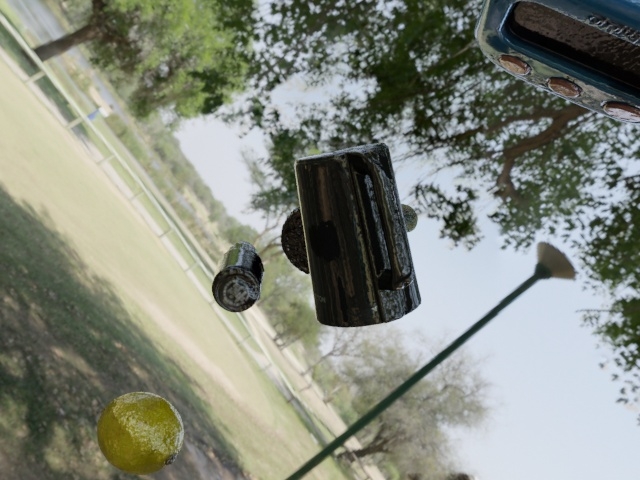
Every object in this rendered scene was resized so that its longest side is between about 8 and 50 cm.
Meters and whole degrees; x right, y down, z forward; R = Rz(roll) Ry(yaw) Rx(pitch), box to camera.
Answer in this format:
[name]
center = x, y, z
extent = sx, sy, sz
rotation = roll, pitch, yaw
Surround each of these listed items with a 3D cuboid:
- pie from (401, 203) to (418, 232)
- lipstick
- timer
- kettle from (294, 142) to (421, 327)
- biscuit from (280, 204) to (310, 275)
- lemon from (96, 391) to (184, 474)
[pie]
center = 0.213, -0.058, 1.475
extent = 0.084, 0.084, 0.021
rotation = 57, -37, 2
[lipstick]
center = -0.136, 0.049, 0.998
extent = 0.081, 0.081, 0.300
rotation = 58, 1, -10
[timer]
center = 0.388, -0.277, 0.794
extent = 0.340, 0.115, 0.309
rotation = 27, 1, 8
[kettle]
center = 0.059, -0.010, 1.056
extent = 0.262, 0.203, 0.308
rotation = -52, 132, -75
[biscuit]
center = 0.000, 0.000, 1.318
extent = 0.195, 0.194, 0.053
rotation = 59, 33, -16
[lemon]
center = -0.248, 0.266, 0.810
extent = 0.133, 0.109, 0.109
rotation = 29, -22, 32
